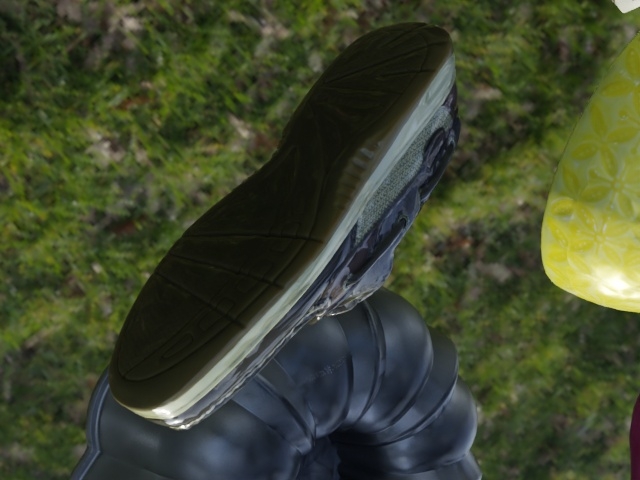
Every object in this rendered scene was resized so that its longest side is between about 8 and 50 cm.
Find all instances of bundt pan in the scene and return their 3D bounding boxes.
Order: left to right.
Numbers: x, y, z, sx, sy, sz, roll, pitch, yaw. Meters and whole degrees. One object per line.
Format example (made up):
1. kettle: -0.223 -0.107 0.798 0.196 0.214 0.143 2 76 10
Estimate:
1. bundt pan: -0.006 0.172 0.817 0.330 0.124 0.331 -6 100 -38

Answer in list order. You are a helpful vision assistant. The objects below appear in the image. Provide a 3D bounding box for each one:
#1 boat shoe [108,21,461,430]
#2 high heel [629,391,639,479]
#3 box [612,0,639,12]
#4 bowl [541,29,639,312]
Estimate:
1. boat shoe: 0.000 -0.001 0.494 0.224 0.080 0.073 -54 132 -23
2. high heel: 0.171 0.144 0.500 0.117 0.082 0.244 -95 -150 -72
3. box: 0.200 -0.323 0.697 0.231 0.262 0.126 -48 -168 -23
4. bowl: 0.329 -0.046 0.901 0.289 0.156 0.290 -32 141 -30
